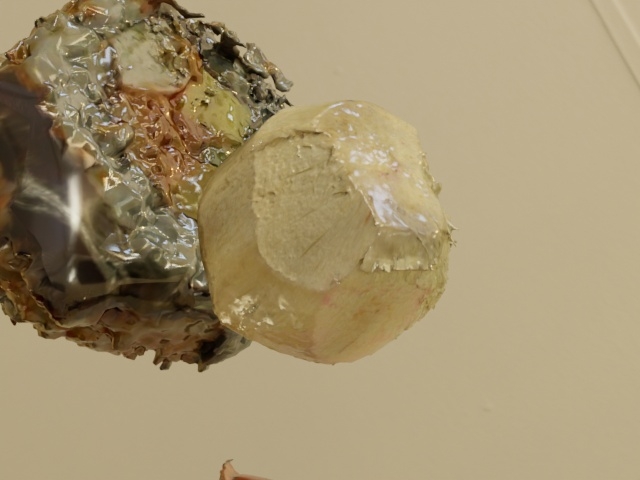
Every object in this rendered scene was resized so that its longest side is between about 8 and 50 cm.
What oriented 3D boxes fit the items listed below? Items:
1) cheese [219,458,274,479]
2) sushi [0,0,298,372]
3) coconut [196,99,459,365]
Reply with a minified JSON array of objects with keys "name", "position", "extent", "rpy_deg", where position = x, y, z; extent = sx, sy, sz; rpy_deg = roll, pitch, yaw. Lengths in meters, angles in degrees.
[{"name":"cheese","position":[-0.033,0.273,0.942],"extent":[0.129,0.329,0.216],"rpy_deg":[-18,-99,3]},{"name":"sushi","position":[-0.158,-0.067,1.195],"extent":[0.176,0.418,0.417],"rpy_deg":[-37,-122,48]},{"name":"coconut","position":[-0.002,-0.003,0.874],"extent":[0.194,0.194,0.194],"rpy_deg":[-8,-106,31]}]
